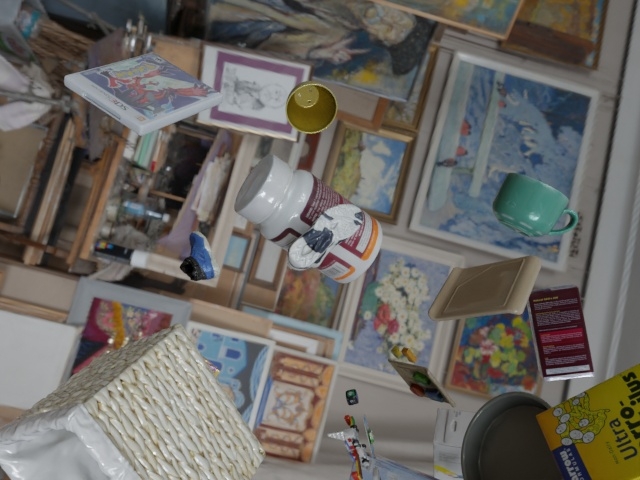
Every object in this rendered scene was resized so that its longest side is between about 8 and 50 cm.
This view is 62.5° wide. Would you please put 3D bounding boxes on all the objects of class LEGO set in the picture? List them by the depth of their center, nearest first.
[{"bbox_3d":[0.072,0.409,0.976,0.182,0.060,0.244,24,52,-81],"label":"LEGO set"}]

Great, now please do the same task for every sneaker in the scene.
[{"bbox_3d":[-0.327,0.041,1.358,0.152,0.084,0.058,58,-40,25],"label":"sneaker"},{"bbox_3d":[0.000,0.000,1.369,0.235,0.094,0.153,-46,-178,-21],"label":"sneaker"}]

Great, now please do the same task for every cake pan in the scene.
[{"bbox_3d":[0.459,0.505,1.235,0.293,0.054,0.293,-43,-150,32],"label":"cake pan"}]

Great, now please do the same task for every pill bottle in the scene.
[{"bbox_3d":[-0.033,-0.060,1.505,0.224,0.392,0.224,-41,-151,30],"label":"pill bottle"}]

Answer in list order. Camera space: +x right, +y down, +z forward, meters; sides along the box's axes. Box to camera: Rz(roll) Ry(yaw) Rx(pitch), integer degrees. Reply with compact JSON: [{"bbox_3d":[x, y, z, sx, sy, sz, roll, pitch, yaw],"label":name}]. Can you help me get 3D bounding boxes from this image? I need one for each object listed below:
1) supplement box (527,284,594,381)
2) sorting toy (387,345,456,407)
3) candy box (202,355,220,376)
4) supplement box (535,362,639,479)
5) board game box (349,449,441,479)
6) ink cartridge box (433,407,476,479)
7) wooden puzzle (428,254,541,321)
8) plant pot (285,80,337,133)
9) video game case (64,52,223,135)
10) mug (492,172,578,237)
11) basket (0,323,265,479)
[{"bbox_3d":[0.639,0.246,1.419,0.073,0.130,0.239,-3,84,-77],"label":"supplement box"},{"bbox_3d":[0.345,0.500,1.955,0.041,0.307,0.229,-48,-155,-23],"label":"sorting toy"},{"bbox_3d":[-0.377,0.393,1.664,0.053,0.109,0.186,-50,-175,-16],"label":"candy box"},{"bbox_3d":[0.619,0.358,0.947,0.356,0.195,0.194,-37,-155,20],"label":"supplement box"},{"bbox_3d":[0.193,0.747,1.348,0.318,0.066,0.318,5,-105,42],"label":"board game box"},{"bbox_3d":[0.459,0.700,1.722,0.171,0.168,0.233,-54,142,-61],"label":"ink cartridge box"},{"bbox_3d":[0.413,0.126,1.322,0.238,0.044,0.221,-11,-154,42],"label":"wooden puzzle"},{"bbox_3d":[-0.031,-0.362,1.380,0.095,0.134,0.134,-106,-153,-51],"label":"plant pot"},{"bbox_3d":[-0.308,-0.267,0.938,0.201,0.183,0.023,-41,158,-46],"label":"video game case"},{"bbox_3d":[0.427,-0.059,1.064,0.097,0.157,0.129,-61,150,4],"label":"mug"},{"bbox_3d":[-0.327,0.373,0.930,0.328,0.331,0.266,-24,-169,36],"label":"basket"}]
